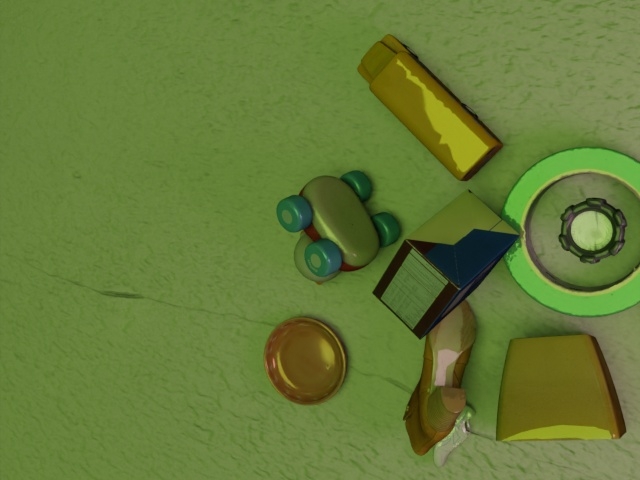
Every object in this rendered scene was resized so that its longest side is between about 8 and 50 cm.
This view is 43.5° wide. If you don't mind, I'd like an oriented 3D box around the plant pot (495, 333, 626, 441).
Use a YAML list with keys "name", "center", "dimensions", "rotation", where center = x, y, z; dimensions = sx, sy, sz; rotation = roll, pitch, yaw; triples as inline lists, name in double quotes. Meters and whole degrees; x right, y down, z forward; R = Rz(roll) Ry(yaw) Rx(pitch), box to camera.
- name: "plant pot"
  center: [0.449, 0.275, 1.514]
  dimensions: [0.212, 0.212, 0.187]
  rotation: [-7, 78, 23]

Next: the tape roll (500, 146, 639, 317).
- name: "tape roll"
  center: [0.506, -0.017, 1.526]
  dimensions: [0.321, 0.077, 0.321]
  rotation: [2, 95, 22]

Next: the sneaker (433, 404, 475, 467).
- name: "sneaker"
  center: [0.276, 0.408, 1.668]
  dimensions: [0.061, 0.054, 0.152]
  rotation: [20, 101, 18]

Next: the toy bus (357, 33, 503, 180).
- name: "toy bus"
  center: [0.209, -0.269, 1.601]
  dimensions: [0.332, 0.130, 0.108]
  rotation: [48, 109, 13]

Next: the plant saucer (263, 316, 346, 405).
- name: "plant saucer"
  center: [-0.031, 0.268, 1.795]
  dimensions: [0.200, 0.037, 0.200]
  rotation: [2, 95, 22]

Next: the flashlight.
- name: "flashlight"
  center: [0.461, -0.022, 1.337]
  dimensions: [0.103, 0.304, 0.103]
  rotation: [2, 95, 23]

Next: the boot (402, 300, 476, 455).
- name: "boot"
  center: [0.230, 0.271, 1.641]
  dimensions: [0.104, 0.295, 0.211]
  rotation: [15, 142, -8]

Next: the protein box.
- name: "protein box"
  center: [0.236, 0.047, 1.535]
  dimensions: [0.136, 0.200, 0.201]
  rotation: [45, 146, 14]

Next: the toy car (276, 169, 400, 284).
- name: "toy car"
  center: [0.000, 0.000, 1.704]
  dimensions: [0.210, 0.219, 0.238]
  rotation: [57, 140, 10]
